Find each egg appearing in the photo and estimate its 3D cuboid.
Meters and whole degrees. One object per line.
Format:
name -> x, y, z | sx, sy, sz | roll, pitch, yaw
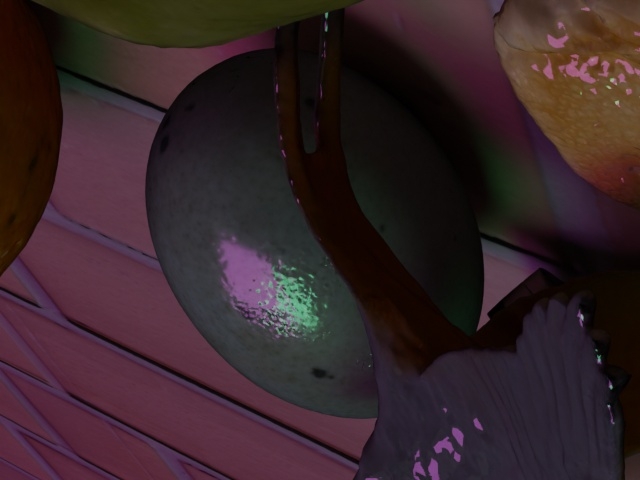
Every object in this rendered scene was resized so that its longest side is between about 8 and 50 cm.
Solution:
egg -> 0.000, 0.000, 1.000 | 0.169, 0.169, 0.236 | 14, 147, 44

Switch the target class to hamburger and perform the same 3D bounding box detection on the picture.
hamburger -> 0.171, -0.065, 0.670 | 0.213, 0.108, 0.214 | 31, 161, 12

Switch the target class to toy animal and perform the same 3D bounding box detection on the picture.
toy animal -> 0.044, 0.050, 0.854 | 0.284, 0.225, 0.302 | 38, 124, 21

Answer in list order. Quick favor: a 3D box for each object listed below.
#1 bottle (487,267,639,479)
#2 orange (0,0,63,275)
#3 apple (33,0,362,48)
bottle -> 0.212, 0.150, 1.032 | 0.297, 0.173, 0.206 | 45, -169, -26
orange -> -0.373, -0.093, 1.145 | 0.424, 0.326, 0.424 | 32, 161, 12
apple -> -0.016, -0.193, 0.487 | 0.279, 0.279, 0.279 | 30, 160, 12
